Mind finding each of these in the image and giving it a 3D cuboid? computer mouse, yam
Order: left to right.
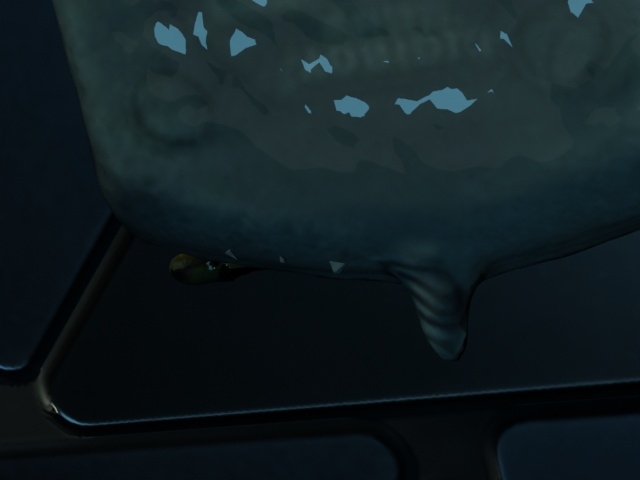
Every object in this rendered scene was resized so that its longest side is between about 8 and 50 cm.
[{"bbox_3d":[0.000,0.000,0.539,0.107,0.014,0.014,-12,107,25],"label":"yam"},{"bbox_3d":[0.007,-0.148,0.414,0.188,0.122,0.371,-4,113,15],"label":"computer mouse"}]
